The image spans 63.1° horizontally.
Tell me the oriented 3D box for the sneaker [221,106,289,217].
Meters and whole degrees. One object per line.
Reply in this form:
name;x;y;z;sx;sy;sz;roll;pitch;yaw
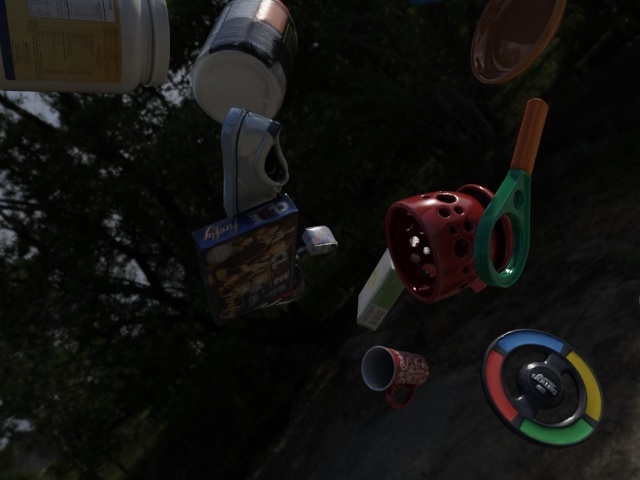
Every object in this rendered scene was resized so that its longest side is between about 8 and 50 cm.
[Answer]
sneaker;-0.101;-0.095;0.842;0.258;0.091;0.094;94;-163;-57

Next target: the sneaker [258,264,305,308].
sneaker;-0.164;0.152;1.470;0.276;0.098;0.135;-18;-29;8

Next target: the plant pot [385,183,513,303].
plant pot;0.234;0.001;0.940;0.174;0.191;0.191;-15;-12;-16

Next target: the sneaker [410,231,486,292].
sneaker;0.351;0.076;1.538;0.116;0.313;0.136;-56;-22;-53

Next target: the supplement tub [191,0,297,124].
supplement tub;-0.166;-0.436;1.229;0.207;0.207;0.338;-49;23;41

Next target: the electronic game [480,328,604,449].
electronic game;0.412;0.270;0.971;0.229;0.229;0.048;-45;-20;-32

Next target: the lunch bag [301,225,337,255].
lunch bag;0.000;0.000;1.464;0.083;0.071;0.053;-11;-34;-27

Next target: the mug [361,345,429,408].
mug;0.204;0.364;1.400;0.113;0.169;0.150;3;81;46

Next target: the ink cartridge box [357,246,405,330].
ink cartridge box;0.152;0.083;1.261;0.235;0.056;0.171;-80;16;-62

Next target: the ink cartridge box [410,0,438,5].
ink cartridge box;0.133;-0.588;0.811;0.395;0.166;0.286;-2;-84;-51

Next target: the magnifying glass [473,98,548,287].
magnifying glass;0.231;-0.057;0.615;0.026;0.092;0.231;4;74;49

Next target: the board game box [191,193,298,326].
board game box;-0.121;0.041;0.890;0.165;0.042;0.243;-25;-30;-21

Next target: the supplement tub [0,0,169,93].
supplement tub;-0.466;-0.397;0.987;0.316;0.228;0.228;-7;-24;-29

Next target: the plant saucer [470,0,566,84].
plant saucer;0.316;-0.343;0.829;0.200;0.037;0.200;-165;90;-71
